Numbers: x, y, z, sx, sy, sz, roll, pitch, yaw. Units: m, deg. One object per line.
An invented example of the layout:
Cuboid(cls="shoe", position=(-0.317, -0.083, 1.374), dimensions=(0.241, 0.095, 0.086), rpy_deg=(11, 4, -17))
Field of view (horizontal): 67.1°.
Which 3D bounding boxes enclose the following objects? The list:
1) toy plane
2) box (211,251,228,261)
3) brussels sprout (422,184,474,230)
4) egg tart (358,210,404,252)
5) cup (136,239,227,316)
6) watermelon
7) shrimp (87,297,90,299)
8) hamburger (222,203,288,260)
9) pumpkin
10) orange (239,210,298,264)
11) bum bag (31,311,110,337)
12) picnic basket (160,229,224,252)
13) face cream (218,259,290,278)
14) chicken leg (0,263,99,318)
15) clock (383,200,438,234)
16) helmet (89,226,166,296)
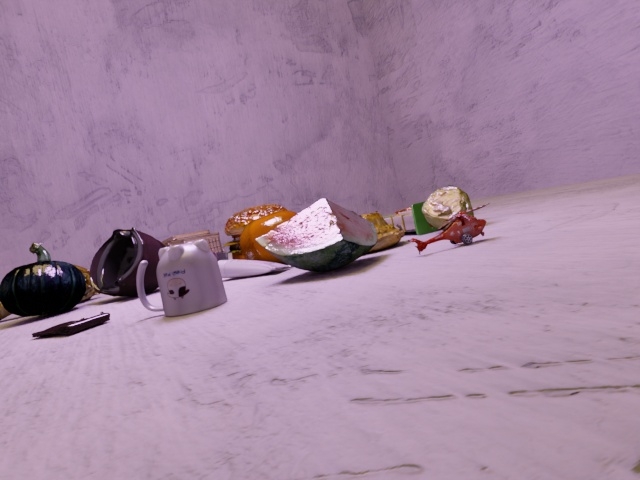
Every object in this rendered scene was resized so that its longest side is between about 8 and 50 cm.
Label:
Cuboid(cls="toy plane", position=(0.304, -0.016, 1.115), dimensions=(0.194, 0.077, 0.126), rpy_deg=(-24, 6, -34))
Cuboid(cls="box", position=(-0.372, 0.084, 1.763), dimensions=(0.060, 0.085, 0.063), rpy_deg=(-11, -5, 40))
Cuboid(cls="brussels sprout", position=(0.406, -0.086, 1.520), dimensions=(0.149, 0.122, 0.152), rpy_deg=(-16, 36, 25))
Cuboid(cls="egg tart", position=(0.110, -0.021, 1.485), dimensions=(0.294, 0.116, 0.295), rpy_deg=(-13, 5, 1))
Cuboid(cls="cup", position=(-0.297, 0.079, 1.045), dimensions=(0.173, 0.142, 0.134), rpy_deg=(-10, 4, 36))
Cuboid(cls="watermelon", position=(0.000, 0.000, 1.184), dimensions=(0.260, 0.176, 0.256), rpy_deg=(-34, -7, 6))
Cuboid(cls="shrimp", position=(-0.944, 0.230, 1.871), dimensions=(0.108, 0.023, 0.059), rpy_deg=(-16, 14, -41))
Cuboid(cls="hamburger", position=(-0.244, -0.026, 1.920), dimensions=(0.290, 0.226, 0.291), rpy_deg=(-14, 6, 1))
Cuboid(cls="pumpkin", position=(-0.905, 0.126, 1.576), dimensions=(0.247, 0.248, 0.248), rpy_deg=(-12, 3, 1))
Cuboid(cls="orange", position=(-0.146, 0.000, 1.562), dimensions=(0.239, 0.172, 0.240), rpy_deg=(-19, 6, 2))
Cuboid(cls="bum bag", position=(-0.573, 0.194, 1.106), dimensions=(0.159, 0.026, 0.109), rpy_deg=(-11, 5, 29))
Cuboid(cls="picnic basket", position=(-0.600, 0.060, 2.142), dimensions=(0.312, 0.176, 0.228), rpy_deg=(-9, 4, 37))
Cuboid(cls="face cream", position=(-0.211, 0.084, 1.442), dimensions=(0.243, 0.058, 0.092), rpy_deg=(-3, 3, 28))
Cuboid(cls="chicken leg", position=(-1.040, 0.206, 1.766), dimensions=(0.428, 0.153, 0.201), rpy_deg=(-21, -3, -14))
Cuboid(cls="clock", position=(0.365, -0.088, 1.738), dimensions=(0.219, 0.106, 0.255), rpy_deg=(-13, 3, -21))
Cuboid(cls="helmet", position=(-0.630, 0.085, 1.636), dimensions=(0.305, 0.225, 0.177), rpy_deg=(-9, -23, 41))
